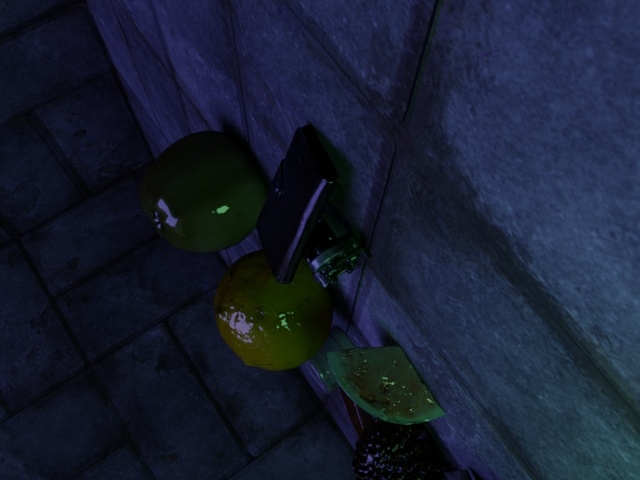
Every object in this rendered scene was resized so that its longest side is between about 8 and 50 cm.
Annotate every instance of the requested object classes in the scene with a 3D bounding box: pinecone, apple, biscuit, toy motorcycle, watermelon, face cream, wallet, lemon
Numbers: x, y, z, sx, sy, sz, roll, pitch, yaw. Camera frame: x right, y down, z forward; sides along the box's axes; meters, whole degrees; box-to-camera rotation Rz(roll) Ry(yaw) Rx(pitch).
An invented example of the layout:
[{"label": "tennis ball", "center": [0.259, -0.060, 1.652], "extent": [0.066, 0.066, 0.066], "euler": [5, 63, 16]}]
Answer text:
[{"label": "pinecone", "center": [0.230, 0.631, 1.772], "extent": [0.292, 0.246, 0.246], "euler": [48, 172, -30]}, {"label": "apple", "center": [-0.333, -0.132, 1.813], "extent": [0.357, 0.357, 0.357], "euler": [52, 165, 20]}, {"label": "biscuit", "center": [0.120, 0.550, 2.213], "extent": [0.367, 0.063, 0.314], "euler": [130, 123, -82]}, {"label": "toy motorcycle", "center": [0.000, 0.000, 1.387], "extent": [0.205, 0.127, 0.275], "euler": [56, 173, 10]}, {"label": "watermelon", "center": [0.161, 0.351, 1.541], "extent": [0.176, 0.256, 0.260], "euler": [-36, 75, 32]}, {"label": "face cream", "center": [0.034, 0.390, 2.041], "extent": [0.177, 0.152, 0.177], "euler": [53, 167, 18]}, {"label": "wallet", "center": [-0.057, -0.070, 1.258], "extent": [0.172, 0.045, 0.318], "euler": [64, 145, 31]}, {"label": "lemon", "center": [-0.134, 0.205, 1.813], "extent": [0.350, 0.349, 0.387], "euler": [48, 154, 33]}]

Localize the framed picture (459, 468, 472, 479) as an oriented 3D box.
[{"label": "framed picture", "center": [0.420, 0.771, 1.544], "extent": [0.335, 0.022, 0.247], "euler": [62, -161, -24]}]

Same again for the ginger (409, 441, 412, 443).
[{"label": "ginger", "center": [0.319, 0.699, 1.912], "extent": [0.288, 0.075, 0.089], "euler": [46, -175, 24]}]
